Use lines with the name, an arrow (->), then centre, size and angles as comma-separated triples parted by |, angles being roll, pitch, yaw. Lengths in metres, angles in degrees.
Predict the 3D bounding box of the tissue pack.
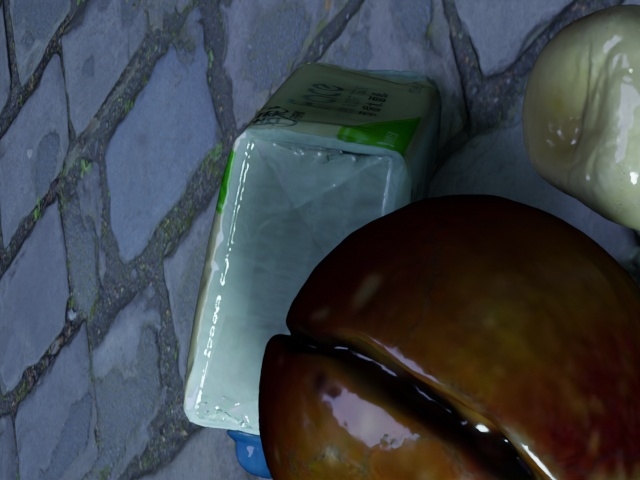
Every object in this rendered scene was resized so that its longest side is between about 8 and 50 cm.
tissue pack -> 0.000, 0.000, 1.920 | 0.405, 0.205, 0.331 | -58, -22, -72

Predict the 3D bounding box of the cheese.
cheese -> 0.285, -0.114, 1.665 | 0.235, 0.117, 0.218 | 126, 137, -51

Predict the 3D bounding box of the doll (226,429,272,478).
doll -> -0.052, 0.144, 2.268 | 0.145, 0.199, 0.363 | 13, 118, 23

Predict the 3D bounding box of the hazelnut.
hazelnut -> 0.156, 0.152, 1.595 | 0.402, 0.429, 0.402 | -13, 52, 18
